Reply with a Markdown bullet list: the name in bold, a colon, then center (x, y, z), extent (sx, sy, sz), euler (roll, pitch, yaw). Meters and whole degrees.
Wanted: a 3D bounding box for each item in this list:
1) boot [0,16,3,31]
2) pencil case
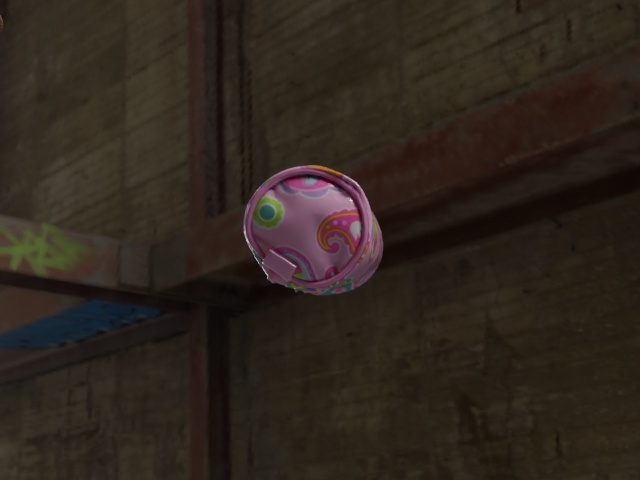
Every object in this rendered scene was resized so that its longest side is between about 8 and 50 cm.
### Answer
- **boot**: center (-0.683, -0.369, 1.636), extent (0.262, 0.095, 0.203), euler (-30, -117, -6)
- **pencil case**: center (0.000, 0.000, 0.995), extent (0.124, 0.284, 0.124), euler (0, -95, 4)
